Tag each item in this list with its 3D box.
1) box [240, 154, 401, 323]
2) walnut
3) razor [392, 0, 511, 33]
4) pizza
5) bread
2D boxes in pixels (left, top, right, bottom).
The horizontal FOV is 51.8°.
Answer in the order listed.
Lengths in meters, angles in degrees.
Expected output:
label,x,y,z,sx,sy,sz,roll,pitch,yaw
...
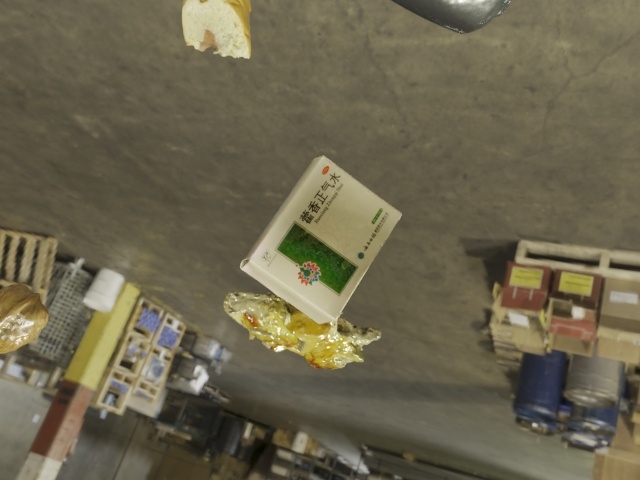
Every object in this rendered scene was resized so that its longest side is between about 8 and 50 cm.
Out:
label,x,y,z,sx,sy,sz,roll,pitch,yaw
box,0.000,0.000,1.054,0.168,0.212,0.095,35,162,-4
walnut,-0.412,0.103,0.879,0.079,0.096,0.082,48,177,-1
razor,0.071,-0.203,0.445,0.148,0.054,0.090,24,129,-25
pizza,-0.019,0.176,1.195,0.223,0.089,0.323,-6,151,39
bread,-0.289,-0.643,1.838,0.184,0.224,0.211,-5,129,1
